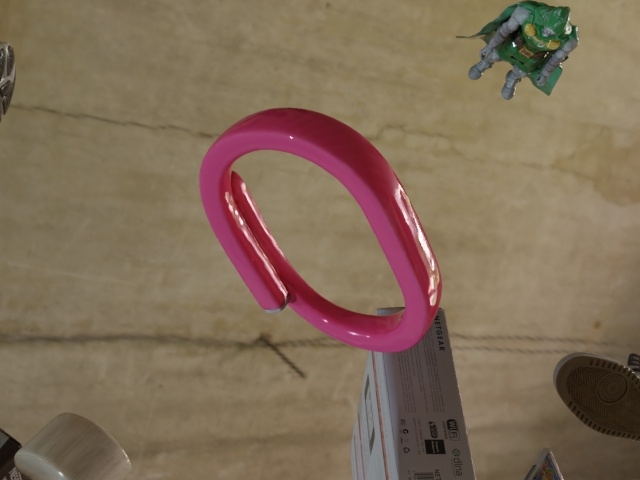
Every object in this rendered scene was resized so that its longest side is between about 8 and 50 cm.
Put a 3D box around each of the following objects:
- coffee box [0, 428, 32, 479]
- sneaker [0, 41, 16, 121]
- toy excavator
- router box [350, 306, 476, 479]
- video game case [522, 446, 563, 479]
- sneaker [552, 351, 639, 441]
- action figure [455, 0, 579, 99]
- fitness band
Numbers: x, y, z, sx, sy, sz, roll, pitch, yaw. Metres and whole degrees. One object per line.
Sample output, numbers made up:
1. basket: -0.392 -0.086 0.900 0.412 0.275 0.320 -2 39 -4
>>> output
1. coffee box: -0.630 0.451 1.589 0.119 0.168 0.297 30 -126 16
2. sneaker: -0.288 -0.094 0.691 0.071 0.068 0.170 33 -122 10
3. toy excavator: -0.225 0.475 1.266 0.445 0.433 0.222 34 -132 11
4. router box: 0.101 0.296 1.093 0.082 0.301 0.335 0 -133 -6
5. video game case: 0.276 0.340 1.236 0.011 0.087 0.122 3 -141 46
6. sneaker: 0.425 0.211 1.384 0.282 0.099 0.153 25 -166 -21
7. action figure: 0.228 -0.215 1.069 0.137 0.063 0.232 28 173 -2
8. fitness band: 0.000 0.000 0.927 0.209 0.291 0.054 -2 -139 37
